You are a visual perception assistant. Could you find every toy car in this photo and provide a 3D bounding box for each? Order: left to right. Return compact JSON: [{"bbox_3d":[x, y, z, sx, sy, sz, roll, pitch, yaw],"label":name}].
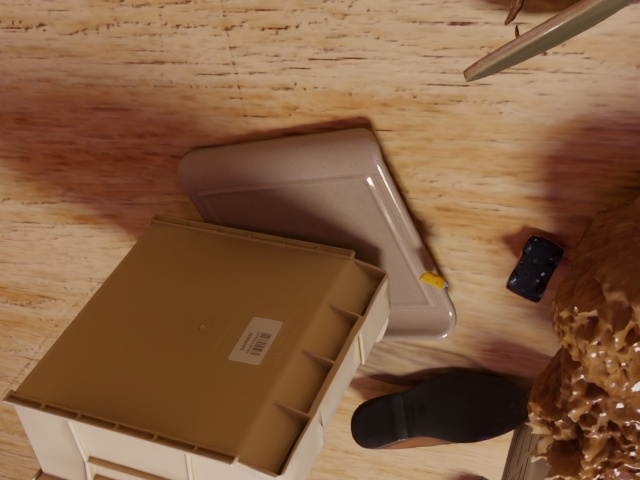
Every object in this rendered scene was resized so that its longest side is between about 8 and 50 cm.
[{"bbox_3d":[0.154,0.020,0.883,0.122,0.060,0.040,8,-178,11],"label":"toy car"}]

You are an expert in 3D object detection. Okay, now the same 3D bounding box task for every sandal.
[{"bbox_3d":[0.184,-0.189,0.629,0.240,0.088,0.079,-24,89,36],"label":"sandal"}]

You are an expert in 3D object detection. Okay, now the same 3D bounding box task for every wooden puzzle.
[{"bbox_3d":[0.000,0.000,0.951,0.221,0.044,0.238,-4,128,32],"label":"wooden puzzle"}]

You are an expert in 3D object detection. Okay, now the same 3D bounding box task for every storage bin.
[{"bbox_3d":[-0.096,0.118,0.891,0.260,0.262,0.123,11,133,21],"label":"storage bin"}]

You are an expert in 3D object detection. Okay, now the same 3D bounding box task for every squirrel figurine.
[{"bbox_3d":[0.370,0.138,0.779,0.397,0.281,0.370,14,152,36],"label":"squirrel figurine"}]

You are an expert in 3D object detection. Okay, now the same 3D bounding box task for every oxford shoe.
[{"bbox_3d":[0.140,0.191,1.079,0.212,0.076,0.076,-15,156,36],"label":"oxford shoe"}]

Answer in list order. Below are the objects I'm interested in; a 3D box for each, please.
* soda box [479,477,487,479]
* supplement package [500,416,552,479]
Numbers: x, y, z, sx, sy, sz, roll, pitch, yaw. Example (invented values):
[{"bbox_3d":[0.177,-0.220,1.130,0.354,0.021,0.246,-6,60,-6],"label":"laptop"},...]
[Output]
[{"bbox_3d":[0.264,0.379,1.206,0.210,0.067,0.071,30,141,-5],"label":"soda box"},{"bbox_3d":[0.312,0.280,0.960,0.262,0.204,0.145,22,140,5],"label":"supplement package"}]
